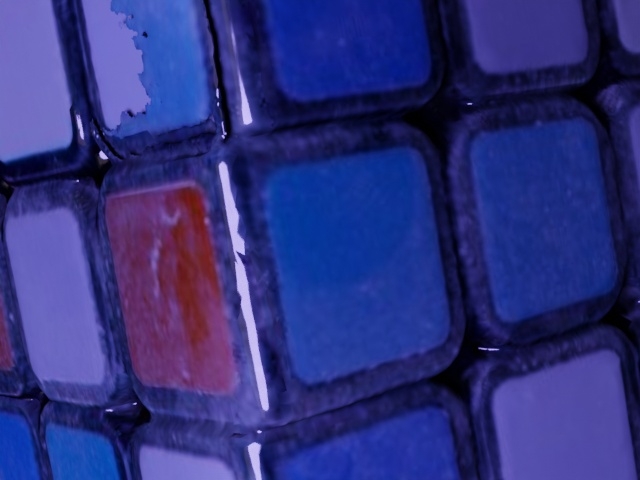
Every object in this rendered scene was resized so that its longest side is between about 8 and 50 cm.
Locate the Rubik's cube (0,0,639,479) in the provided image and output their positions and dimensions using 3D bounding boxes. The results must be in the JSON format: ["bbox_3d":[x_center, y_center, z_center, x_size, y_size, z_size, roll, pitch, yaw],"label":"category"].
[{"bbox_3d":[0.000,0.000,0.668,0.363,0.362,0.359,-8,97,51],"label":"Rubik's cube"}]
